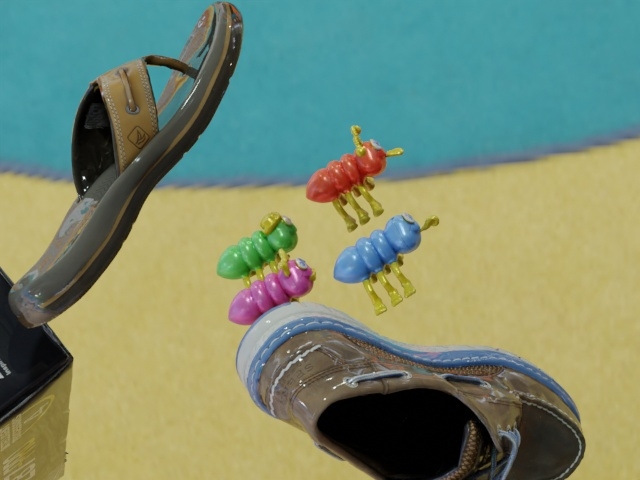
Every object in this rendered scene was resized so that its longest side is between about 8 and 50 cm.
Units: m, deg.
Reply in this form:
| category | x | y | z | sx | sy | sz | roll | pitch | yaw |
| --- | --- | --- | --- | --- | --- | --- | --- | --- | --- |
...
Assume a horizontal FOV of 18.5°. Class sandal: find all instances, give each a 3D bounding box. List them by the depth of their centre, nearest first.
| category | x | y | z | sx | sy | sz | roll | pitch | yaw |
| --- | --- | --- | --- | --- | --- | --- | --- | --- | --- |
| sandal | -0.109 | -0.051 | 1.041 | 0.060 | 0.090 | 0.219 | 39 | 68 | -13 |

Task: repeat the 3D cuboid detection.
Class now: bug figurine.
| category | x | y | z | sx | sy | sz | roll | pitch | yaw |
| --- | --- | --- | --- | --- | --- | --- | --- | --- | --- |
| bug figurine | 0.000 | 0.000 | 1.839 | 0.216 | 0.072 | 0.279 | -34 | 23 | 6 |

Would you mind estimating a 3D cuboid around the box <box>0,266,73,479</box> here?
| category | x | y | z | sx | sy | sz | roll | pitch | yaw |
| --- | --- | --- | --- | --- | --- | --- | --- | --- | --- |
| box | -0.309 | -0.009 | 1.223 | 0.097 | 0.318 | 0.395 | -38 | 81 | -17 |

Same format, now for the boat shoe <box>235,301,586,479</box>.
| category | x | y | z | sx | sy | sz | roll | pitch | yaw |
| --- | --- | --- | --- | --- | --- | --- | --- | --- | --- |
| boat shoe | 0.048 | 0.083 | 0.830 | 0.183 | 0.066 | 0.066 | 16 | 23 | -34 |
